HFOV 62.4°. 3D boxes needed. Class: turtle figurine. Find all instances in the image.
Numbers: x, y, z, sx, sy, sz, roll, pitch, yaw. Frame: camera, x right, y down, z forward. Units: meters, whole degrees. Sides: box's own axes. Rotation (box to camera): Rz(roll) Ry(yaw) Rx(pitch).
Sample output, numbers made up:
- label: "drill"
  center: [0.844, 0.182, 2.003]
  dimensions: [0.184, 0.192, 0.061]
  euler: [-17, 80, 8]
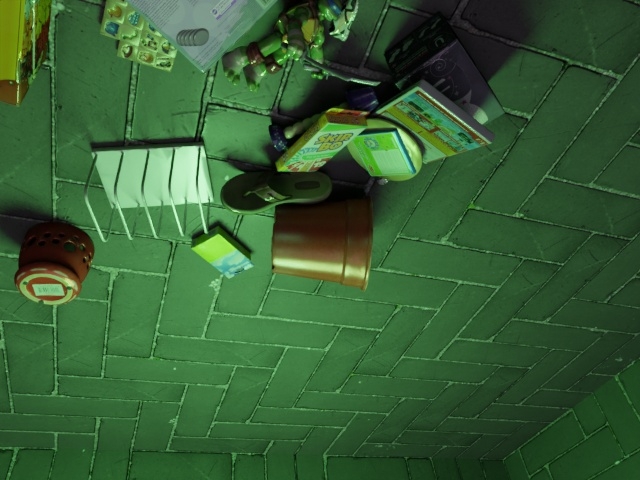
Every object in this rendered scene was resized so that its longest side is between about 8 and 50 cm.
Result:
- label: "turtle figurine"
  center: [-0.052, -0.372, 1.115]
  dimensions: [0.267, 0.197, 0.274]
  euler: [-19, 119, 24]

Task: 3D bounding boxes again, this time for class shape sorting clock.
- label: "shape sorting clock"
  center: [0.160, -0.229, 1.337]
  dimensions: [0.206, 0.040, 0.206]
  euler: [20, 149, 13]

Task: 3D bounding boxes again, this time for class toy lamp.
- label: "toy lamp"
  center: [0.009, -0.304, 1.297]
  dimensions: [0.275, 0.080, 0.080]
  euler: [-19, 136, 12]

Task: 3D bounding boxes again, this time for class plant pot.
- label: "plant pot"
  center: [-0.753, 0.071, 1.493]
  dimensions: [0.191, 0.174, 0.191]
  euler: [-5, 134, -5]
- label: "plant pot"
  center: [0.000, 0.000, 1.495]
  dimensions: [0.265, 0.272, 0.272]
  euler: [4, 135, -2]

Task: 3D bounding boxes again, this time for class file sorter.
- label: "file sorter"
  center: [-0.426, -0.116, 1.351]
  dimensions: [0.278, 0.173, 0.192]
  euler: [-5, 137, -5]

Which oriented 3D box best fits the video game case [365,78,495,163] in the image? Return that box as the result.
- label: "video game case"
  center: [0.240, -0.262, 1.220]
  dimensions: [0.204, 0.285, 0.025]
  euler: [33, 80, -14]

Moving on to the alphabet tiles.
- label: "alphabet tiles"
  center: [-0.343, -0.468, 1.104]
  dimensions: [0.199, 0.009, 0.237]
  euler: [11, 136, -25]

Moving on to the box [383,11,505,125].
- label: "box"
  center: [0.287, -0.363, 1.231]
  dimensions: [0.163, 0.142, 0.247]
  euler: [-33, 131, 23]

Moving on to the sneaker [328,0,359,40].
- label: "sneaker"
  center: [0.051, -0.485, 1.140]
  dimensions: [0.044, 0.040, 0.109]
  euler: [10, 133, -16]

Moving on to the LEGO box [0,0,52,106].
- label: "LEGO box"
  center: [-0.740, -0.497, 0.887]
  dimensions: [0.501, 0.193, 0.372]
  euler: [14, 132, -22]

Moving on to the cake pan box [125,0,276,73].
- label: "cake pan box"
  center: [-0.230, -0.506, 1.028]
  dimensions: [0.267, 0.070, 0.246]
  euler: [-39, 131, 17]

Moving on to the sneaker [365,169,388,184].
- label: "sneaker"
  center: [0.181, -0.223, 1.421]
  dimensions: [0.076, 0.064, 0.166]
  euler: [22, 127, -22]

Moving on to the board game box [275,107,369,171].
- label: "board game box"
  center: [0.004, -0.242, 1.304]
  dimensions: [0.124, 0.039, 0.259]
  euler: [-5, 159, -37]

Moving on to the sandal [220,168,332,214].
- label: "sandal"
  center: [-0.116, -0.147, 1.402]
  dimensions: [0.303, 0.120, 0.086]
  euler: [-10, 162, -11]

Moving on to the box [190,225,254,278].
- label: "box"
  center: [-0.297, 0.038, 1.625]
  dimensions: [0.109, 0.042, 0.178]
  euler: [-26, 134, 19]
